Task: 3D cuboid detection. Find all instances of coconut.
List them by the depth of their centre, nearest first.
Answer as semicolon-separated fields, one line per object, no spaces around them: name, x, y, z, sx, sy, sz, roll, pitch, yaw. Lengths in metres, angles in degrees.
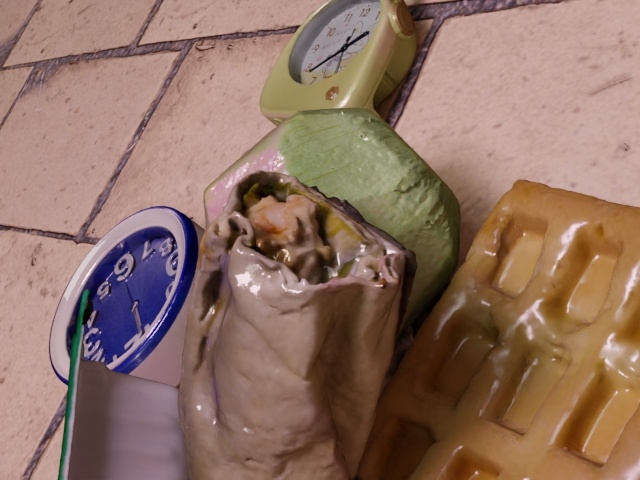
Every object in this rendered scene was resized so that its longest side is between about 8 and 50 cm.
coconut;0.000;0.000;0.945;0.236;0.236;0.204;-49;18;5

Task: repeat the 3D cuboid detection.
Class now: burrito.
burrito;-0.035;0.132;0.784;0.190;0.135;0.331;28;118;44

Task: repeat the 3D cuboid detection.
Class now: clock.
clock;0.040;-0.218;1.198;0.170;0.069;0.232;12;68;51
clock;-0.205;0.076;1.207;0.230;0.083;0.230;-25;45;28

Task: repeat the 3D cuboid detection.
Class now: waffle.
waffle;0.195;0.103;0.757;0.348;0.077;0.304;18;74;52

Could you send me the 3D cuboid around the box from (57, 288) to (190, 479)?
box;-0.173;0.247;0.914;0.336;0.106;0.264;107;163;-45
